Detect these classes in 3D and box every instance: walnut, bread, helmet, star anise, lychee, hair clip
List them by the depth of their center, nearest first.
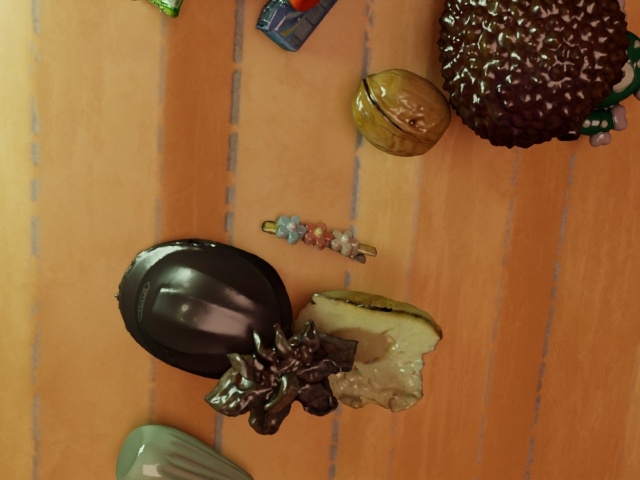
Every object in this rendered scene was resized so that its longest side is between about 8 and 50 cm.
[{"bbox_3d":[-0.054,0.227,1.133,0.214,0.099,0.220,30,105,-29],"label":"star anise"},{"bbox_3d":[0.334,-0.304,1.150,0.306,0.306,0.330,-38,105,-5],"label":"lychee"},{"bbox_3d":[-0.184,0.127,1.192,0.305,0.177,0.225,8,101,-18],"label":"helmet"},{"bbox_3d":[0.135,-0.218,1.227,0.180,0.144,0.144,29,93,-27],"label":"walnut"},{"bbox_3d":[0.059,0.185,1.241,0.211,0.224,0.184,11,92,-20],"label":"bread"},{"bbox_3d":[0.003,-0.004,1.275,0.213,0.062,0.056,19,137,-19],"label":"hair clip"}]

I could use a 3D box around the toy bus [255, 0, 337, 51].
[{"bbox_3d":[-0.008,-0.423,1.180,0.094,0.079,0.237,39,90,-35],"label":"toy bus"}]

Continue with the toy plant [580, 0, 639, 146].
[{"bbox_3d":[0.508,-0.313,1.318,0.243,0.112,0.232,-45,98,2],"label":"toy plant"}]

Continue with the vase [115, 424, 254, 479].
[{"bbox_3d":[-0.230,0.414,1.270,0.248,0.128,0.128,29,93,-27],"label":"vase"}]

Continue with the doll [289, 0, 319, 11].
[{"bbox_3d":[-0.070,-0.518,1.097,0.199,0.105,0.337,-32,85,6],"label":"doll"}]

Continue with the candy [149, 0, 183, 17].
[{"bbox_3d":[-0.225,-0.440,1.112,0.102,0.032,0.178,27,97,22],"label":"candy"}]
